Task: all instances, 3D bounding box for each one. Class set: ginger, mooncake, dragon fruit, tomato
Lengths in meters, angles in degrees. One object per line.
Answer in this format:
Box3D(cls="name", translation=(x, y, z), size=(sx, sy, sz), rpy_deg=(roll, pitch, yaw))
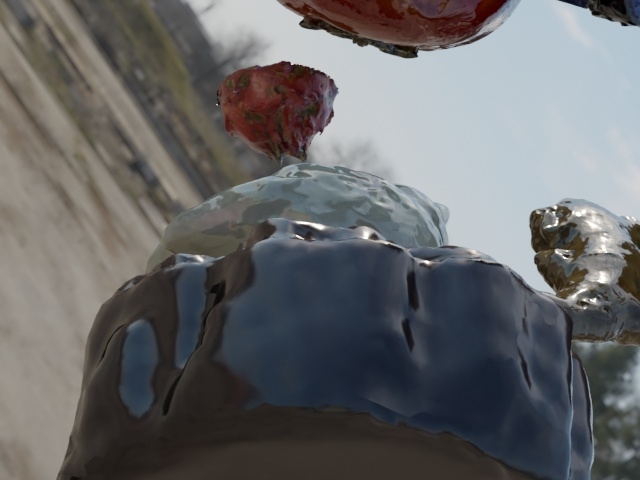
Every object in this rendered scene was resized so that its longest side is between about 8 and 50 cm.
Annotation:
Box3D(cls="ginger", translation=(0.266, 0.031, 1.471), size=(0.166, 0.080, 0.333), rpy_deg=(22, 19, 2))
Box3D(cls="mooncake", translation=(0.019, 0.142, 1.165), size=(0.381, 0.350, 0.212), rpy_deg=(61, 28, -51))
Box3D(cls="dragon fruit", translation=(-0.055, -0.136, 1.910), size=(0.153, 0.153, 0.111), rpy_deg=(59, 28, -63))
Box3D(cls="tomato", translation=(0.079, -0.355, 1.760), size=(0.325, 0.290, 0.293), rpy_deg=(12, 5, -16))

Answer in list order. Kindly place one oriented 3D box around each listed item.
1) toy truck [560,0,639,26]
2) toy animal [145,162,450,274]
Box3D(cls="toy truck", translation=(0.218, -0.271, 1.198), size=(0.161, 0.177, 0.213), rpy_deg=(28, -36, 40))
Box3D(cls="toy animal", translation=(0.000, 0.000, 1.503), size=(0.266, 0.308, 0.188), rpy_deg=(86, 9, -59))
